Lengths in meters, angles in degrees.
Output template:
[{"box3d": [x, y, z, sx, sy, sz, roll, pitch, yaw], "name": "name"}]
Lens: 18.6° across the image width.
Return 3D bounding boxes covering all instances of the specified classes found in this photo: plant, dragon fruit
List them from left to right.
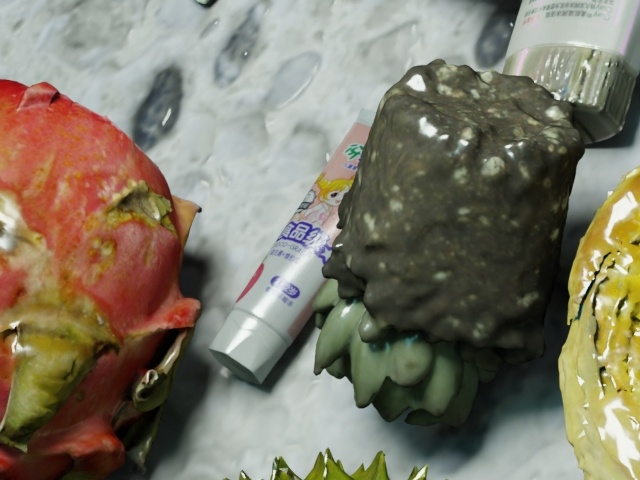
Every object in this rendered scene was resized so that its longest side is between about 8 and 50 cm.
[{"box3d": [-0.224, 0.050, 1.189, 0.250, 0.269, 0.291, 13, 66, 46], "name": "dragon fruit"}, {"box3d": [0.071, 0.004, 1.096, 0.129, 0.194, 0.132, 16, 28, -1], "name": "plant"}]

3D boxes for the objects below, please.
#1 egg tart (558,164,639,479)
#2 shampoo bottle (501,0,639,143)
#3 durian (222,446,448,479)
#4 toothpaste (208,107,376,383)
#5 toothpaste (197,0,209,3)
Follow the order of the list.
[{"box3d": [0.249, 0.058, 0.992, 0.291, 0.107, 0.291, -12, 60, 20], "name": "egg tart"}, {"box3d": [0.172, -0.169, 1.202, 0.086, 0.056, 0.227, -1, 62, 39], "name": "shampoo bottle"}, {"box3d": [-0.055, 0.228, 1.096, 0.355, 0.157, 0.169, -29, 87, 14], "name": "durian"}, {"box3d": [0.000, 0.000, 1.220, 0.067, 0.043, 0.194, 19, 68, 41], "name": "toothpaste"}, {"box3d": [-0.027, -0.262, 1.395, 0.218, 0.041, 0.064, -47, 55, 4], "name": "toothpaste"}]
